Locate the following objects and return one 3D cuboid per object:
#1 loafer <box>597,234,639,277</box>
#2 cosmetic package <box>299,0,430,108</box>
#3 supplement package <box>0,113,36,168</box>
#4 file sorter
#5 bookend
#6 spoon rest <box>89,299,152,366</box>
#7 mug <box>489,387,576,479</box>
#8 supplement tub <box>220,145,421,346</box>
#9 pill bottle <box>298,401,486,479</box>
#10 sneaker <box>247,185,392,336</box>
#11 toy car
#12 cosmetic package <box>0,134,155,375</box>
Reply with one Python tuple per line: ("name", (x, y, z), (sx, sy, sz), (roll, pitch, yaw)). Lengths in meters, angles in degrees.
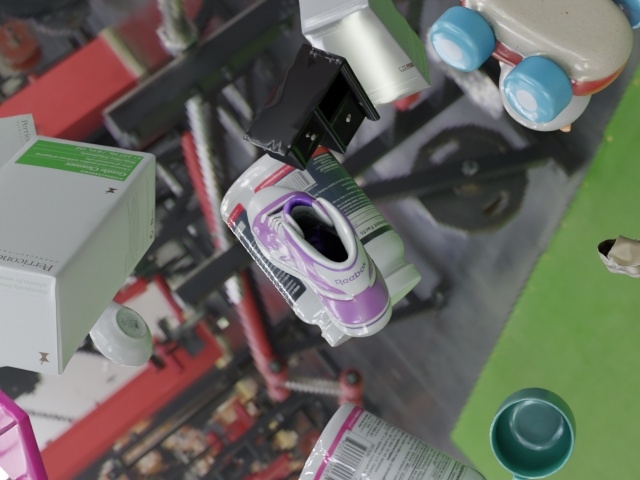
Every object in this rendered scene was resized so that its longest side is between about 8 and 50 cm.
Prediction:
("loafer", (0.463, 0.022, 1.846), (0.050, 0.056, 0.148), (35, 165, -13))
("cosmetic package", (0.074, -0.330, 2.008), (0.238, 0.127, 0.107), (38, -142, -50))
("supplement package", (-0.670, -0.117, 2.237), (0.175, 0.293, 0.177), (-7, 96, 61))
("file sorter", (-0.568, 0.306, 1.828), (0.291, 0.182, 0.202), (31, 141, 36))
("bookend", (-0.009, -0.153, 1.647), (0.072, 0.157, 0.156), (24, 165, 30))
("spoon rest", (-0.397, 0.130, 2.377), (0.137, 0.084, 0.276), (17, -136, -38))
("mug", (0.326, 0.305, 1.922), (0.129, 0.158, 0.097), (47, -163, 3))
("supplement tub", (0.000, 0.000, 1.804), (0.272, 0.191, 0.191), (52, 167, 9))
("pill bottle", (0.119, 0.344, 1.597), (0.283, 0.160, 0.160), (28, 162, 9))
("sneaker", (-0.017, -0.022, 1.462), (0.282, 0.102, 0.161), (42, 166, 45))
("toy car", (0.259, -0.218, 1.481), (0.210, 0.219, 0.238), (38, 158, 17))
("cosmetic package", (-0.368, 0.009, 1.643), (0.365, 0.197, 0.155), (-68, -15, -60))
